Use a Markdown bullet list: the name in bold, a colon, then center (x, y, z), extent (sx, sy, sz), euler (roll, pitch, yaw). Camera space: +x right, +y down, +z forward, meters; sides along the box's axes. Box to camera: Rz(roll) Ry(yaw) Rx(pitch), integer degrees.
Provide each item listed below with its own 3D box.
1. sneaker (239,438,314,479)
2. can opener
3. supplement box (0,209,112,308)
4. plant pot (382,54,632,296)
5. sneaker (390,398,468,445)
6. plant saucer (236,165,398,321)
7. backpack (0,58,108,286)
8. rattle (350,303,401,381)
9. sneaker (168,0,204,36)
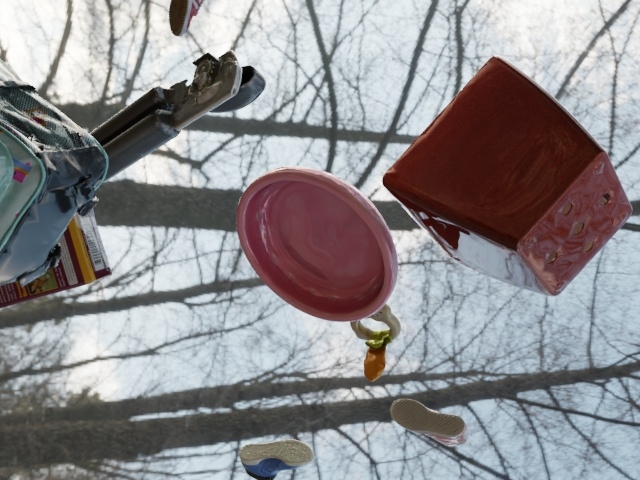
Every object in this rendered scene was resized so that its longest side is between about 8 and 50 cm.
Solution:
- **sneaker**: center (-0.086, 0.457, 1.461), extent (0.058, 0.152, 0.084), euler (-91, 176, -48)
- **can opener**: center (-0.197, -0.153, 0.942), extent (0.283, 0.095, 0.076), euler (-26, -123, 29)
- **supplement box**: center (-0.398, 0.028, 0.970), extent (0.188, 0.081, 0.104), euler (-15, -87, 4)
- **plant pot**: center (0.306, -0.071, 1.088), extent (0.267, 0.267, 0.236), euler (-47, -135, 2)
- **sneaker**: center (0.184, 0.308, 1.183), extent (0.134, 0.070, 0.051), euler (9, -117, 32)
- **plant saucer**: center (0.000, 0.000, 1.326), extent (0.332, 0.084, 0.332), euler (19, -48, 22)
- **backpack**: center (-0.294, -0.065, 0.567), extent (0.188, 0.144, 0.166), euler (47, -63, 14)
- **rattle**: center (0.114, 0.207, 1.657), extent (0.130, 0.142, 0.199), euler (26, -34, 20)
- **sneaker**: center (-0.170, -0.340, 0.989), extent (0.042, 0.067, 0.118), euler (23, -74, 37)
